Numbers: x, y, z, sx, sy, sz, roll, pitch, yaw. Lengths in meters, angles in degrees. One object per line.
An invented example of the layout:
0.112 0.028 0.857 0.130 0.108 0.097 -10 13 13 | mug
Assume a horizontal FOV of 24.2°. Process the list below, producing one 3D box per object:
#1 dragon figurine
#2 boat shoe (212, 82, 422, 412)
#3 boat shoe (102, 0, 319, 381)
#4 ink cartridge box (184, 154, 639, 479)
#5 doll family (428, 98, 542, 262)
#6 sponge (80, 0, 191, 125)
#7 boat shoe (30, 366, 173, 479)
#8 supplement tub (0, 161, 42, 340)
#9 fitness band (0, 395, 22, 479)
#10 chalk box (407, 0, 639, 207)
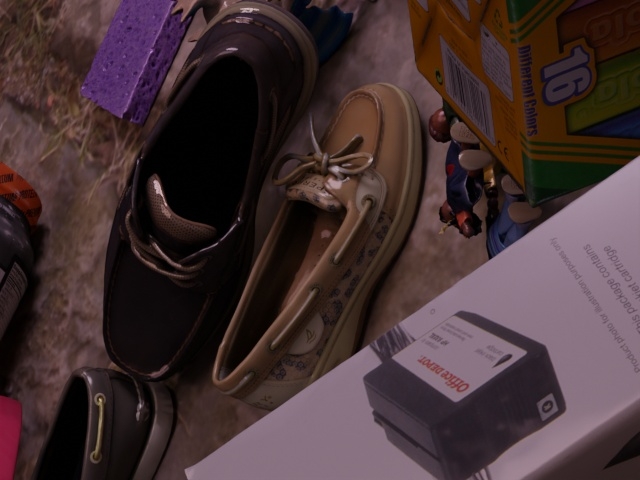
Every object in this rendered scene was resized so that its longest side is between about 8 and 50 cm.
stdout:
-0.032 -0.205 1.320 0.289 0.144 0.085 -41 62 18 | dragon figurine
0.000 0.000 1.184 0.104 0.089 0.285 5 74 53 | boat shoe
-0.117 -0.031 1.242 0.130 0.132 0.355 -47 -21 -66 | boat shoe
0.123 0.126 0.780 0.307 0.223 0.129 -35 47 9 | ink cartridge box
0.115 -0.045 1.057 0.111 0.076 0.193 105 172 -55 | doll family
-0.182 -0.233 1.588 0.117 0.031 0.210 28 95 54 | sponge
-0.232 0.259 1.332 0.109 0.091 0.305 19 86 54 | boat shoe
-0.434 0.074 1.560 0.207 0.207 0.338 -11 50 48 | supplement tub
-0.326 0.255 1.410 0.291 0.054 0.209 -164 86 -77 | fitness band
0.209 -0.181 0.898 0.289 0.179 0.180 -22 42 -9 | chalk box
